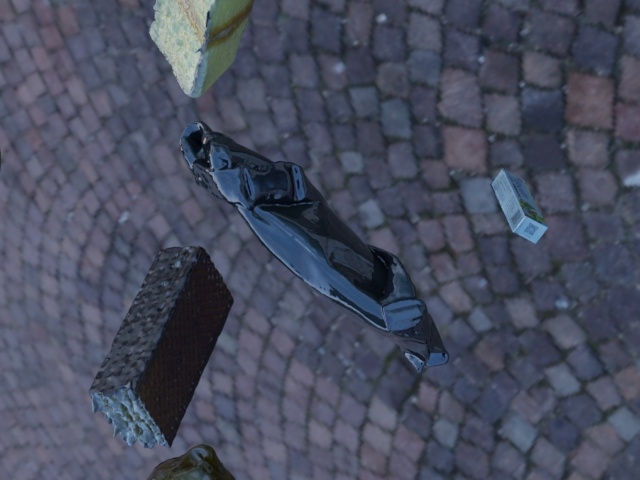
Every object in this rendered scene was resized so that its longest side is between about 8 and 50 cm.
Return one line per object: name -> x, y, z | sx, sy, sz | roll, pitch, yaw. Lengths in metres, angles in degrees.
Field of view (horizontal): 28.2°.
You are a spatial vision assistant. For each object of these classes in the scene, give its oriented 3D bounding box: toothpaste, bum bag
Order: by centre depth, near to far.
bum bag -> 0.000, 0.000, 1.169 | 0.326, 0.080, 0.142 | 40, 178, 1
toothpaste -> 0.295, -0.052, 1.910 | 0.046, 0.164, 0.034 | 27, 113, -18

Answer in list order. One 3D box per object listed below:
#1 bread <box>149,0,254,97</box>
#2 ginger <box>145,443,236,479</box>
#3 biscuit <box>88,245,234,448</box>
bread -> -0.173, -0.368, 1.999 | 0.266, 0.141, 0.178 | 111, 153, -47
ginger -> -0.202, 0.395, 1.151 | 0.176, 0.254, 0.418 | 29, 118, 13
biscuit -> -0.188, 0.126, 1.519 | 0.070, 0.252, 0.106 | -2, 134, 27
